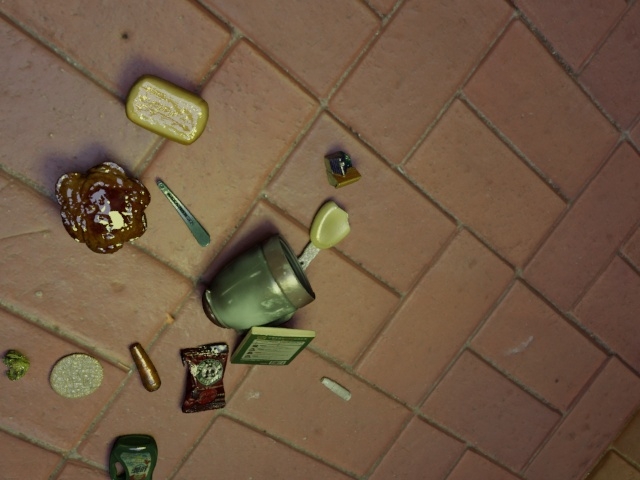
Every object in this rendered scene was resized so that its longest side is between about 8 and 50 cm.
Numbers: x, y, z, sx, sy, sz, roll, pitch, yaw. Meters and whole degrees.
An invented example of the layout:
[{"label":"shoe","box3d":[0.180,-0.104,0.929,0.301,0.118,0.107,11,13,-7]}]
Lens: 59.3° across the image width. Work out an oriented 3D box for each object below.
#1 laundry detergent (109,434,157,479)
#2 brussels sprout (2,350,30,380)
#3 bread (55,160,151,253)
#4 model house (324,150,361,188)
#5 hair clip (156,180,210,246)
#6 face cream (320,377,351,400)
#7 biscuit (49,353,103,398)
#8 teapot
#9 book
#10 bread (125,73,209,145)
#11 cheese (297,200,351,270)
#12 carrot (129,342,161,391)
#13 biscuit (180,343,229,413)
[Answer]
[{"label":"laundry detergent","box3d":[-0.601,0.733,1.796,0.144,0.078,0.221,6,105,-19]},{"label":"brussels sprout","box3d":[-0.868,0.353,1.605,0.085,0.058,0.085,6,117,12]},{"label":"bread","box3d":[-0.577,-0.091,1.530,0.232,0.135,0.246,-20,111,-13]},{"label":"model house","box3d":[0.071,-0.219,1.738,0.088,0.100,0.100,-19,110,-13]},{"label":"hair clip","box3d":[-0.403,-0.079,1.645,0.039,0.070,0.229,-38,106,-2]},{"label":"face cream","box3d":[0.053,0.520,1.981,0.130,0.034,0.034,39,91,-25]},{"label":"biscuit","box3d":[-0.729,0.406,1.685,0.152,0.020,0.152,-5,106,-19]},{"label":"teapot","box3d":[-0.188,0.172,1.715,0.312,0.233,0.315,-28,135,5]},{"label":"book","box3d":[-0.154,0.336,1.767,0.202,0.027,0.264,7,147,-20]},{"label":"bread","box3d":[-0.416,-0.355,1.530,0.217,0.098,0.147,26,97,-21]},{"label":"cheese","box3d":[0.000,0.000,1.806,0.127,0.050,0.255,35,94,-26]},{"label":"carrot","box3d":[-0.540,0.390,1.732,0.055,0.055,0.161,-22,104,-12]},{"label":"biscuit","box3d":[-0.371,0.446,1.799,0.151,0.063,0.235,-3,102,-30]}]
